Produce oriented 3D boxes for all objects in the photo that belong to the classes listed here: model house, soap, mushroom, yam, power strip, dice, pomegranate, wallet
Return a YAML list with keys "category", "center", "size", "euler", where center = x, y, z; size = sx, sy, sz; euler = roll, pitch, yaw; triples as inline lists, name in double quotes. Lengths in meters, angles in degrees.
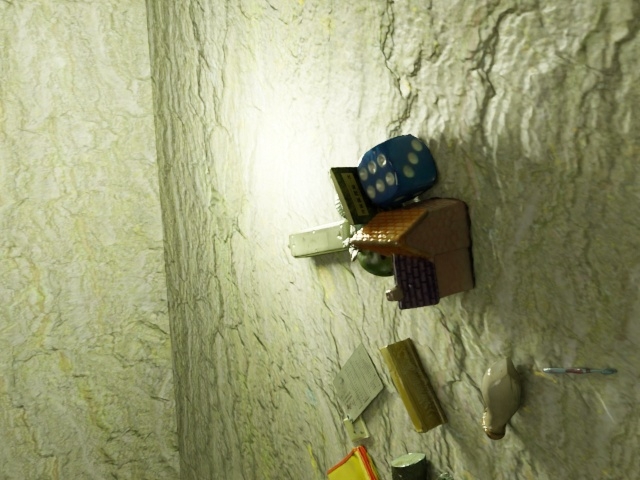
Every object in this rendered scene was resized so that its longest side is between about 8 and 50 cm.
- category: "model house"
  center: [0.215, 0.032, 1.742]
  size: [0.202, 0.238, 0.236]
  euler: [9, 109, 55]
- category: "soap"
  center: [0.252, 0.391, 1.959]
  size: [0.037, 0.092, 0.252]
  euler: [-45, 63, 52]
- category: "mushroom"
  center: [0.418, 0.366, 1.691]
  size: [0.097, 0.088, 0.212]
  euler: [-131, 34, -52]
- category: "yam"
  center: [0.257, 0.693, 2.061]
  size: [0.107, 0.107, 0.183]
  euler: [10, 112, 56]
- category: "power strip"
  center: [0.000, 0.000, 2.238]
  size: [0.388, 0.066, 0.092]
  euler: [-10, 84, 57]
- category: "dice"
  center: [0.190, -0.171, 1.798]
  size: [0.143, 0.146, 0.146]
  euler: [-37, 74, 54]
- category: "pomegranate"
  center: [0.146, 0.029, 1.918]
  size: [0.148, 0.169, 0.148]
  euler: [-175, 90, -73]
- category: "wallet"
  center: [0.108, 0.774, 2.369]
  size: [0.241, 0.067, 0.141]
  euler: [-54, 51, 46]

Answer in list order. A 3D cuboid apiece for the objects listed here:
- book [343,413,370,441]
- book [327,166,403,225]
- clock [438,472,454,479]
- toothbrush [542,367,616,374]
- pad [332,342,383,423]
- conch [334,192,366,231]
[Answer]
- category: "book"
  center: [0.115, 0.604, 2.330]
  size: [0.111, 0.014, 0.077]
  euler: [-41, 66, 55]
- category: "book"
  center: [0.124, -0.116, 1.845]
  size: [0.024, 0.228, 0.160]
  euler: [-34, 71, 39]
- category: "clock"
  center: [0.354, 0.677, 1.984]
  size: [0.083, 0.010, 0.074]
  euler: [61, 145, 22]
- category: "toothbrush"
  center: [0.541, 0.276, 1.527]
  size: [0.193, 0.019, 0.013]
  euler: [-16, 88, 60]
- category: "pad"
  center: [0.111, 0.451, 2.272]
  size: [0.159, 0.009, 0.265]
  euler: [64, 145, 29]
- category: "conch"
  center: [0.113, -0.098, 1.986]
  size: [0.135, 0.102, 0.153]
  euler: [-18, 119, 48]
